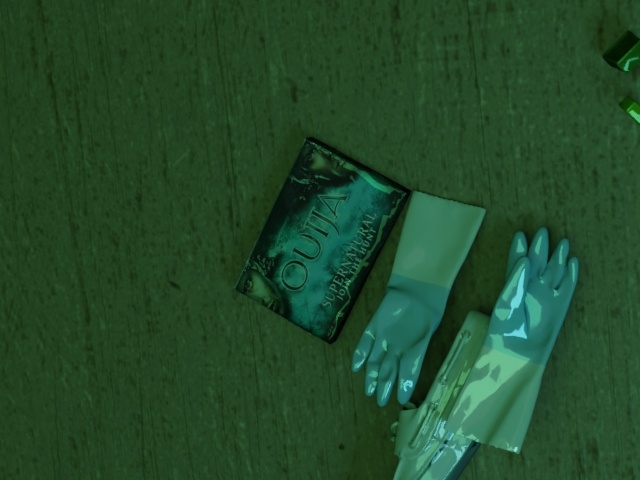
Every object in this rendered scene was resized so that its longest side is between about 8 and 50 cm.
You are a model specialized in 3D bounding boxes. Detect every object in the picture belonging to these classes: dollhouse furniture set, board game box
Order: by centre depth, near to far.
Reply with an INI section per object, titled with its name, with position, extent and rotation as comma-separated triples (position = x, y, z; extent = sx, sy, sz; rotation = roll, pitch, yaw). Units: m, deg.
[dollhouse furniture set]
position = 0.344, -0.136, 1.539
extent = 0.151, 0.058, 0.076
rotation = 42, 100, -11
[board game box]
position = 0.000, 0.000, 1.663
extent = 0.126, 0.026, 0.186
rotation = 29, 104, 12

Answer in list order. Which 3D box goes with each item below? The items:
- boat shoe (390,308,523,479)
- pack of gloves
[boat shoe]
position = 0.117, 0.195, 1.615
extent = 0.088, 0.096, 0.267
rotation = 34, 104, 17
[pack of gloves]
position = 0.141, 0.073, 1.563
extent = 0.195, 0.046, 0.232
rotation = 16, 78, 19
